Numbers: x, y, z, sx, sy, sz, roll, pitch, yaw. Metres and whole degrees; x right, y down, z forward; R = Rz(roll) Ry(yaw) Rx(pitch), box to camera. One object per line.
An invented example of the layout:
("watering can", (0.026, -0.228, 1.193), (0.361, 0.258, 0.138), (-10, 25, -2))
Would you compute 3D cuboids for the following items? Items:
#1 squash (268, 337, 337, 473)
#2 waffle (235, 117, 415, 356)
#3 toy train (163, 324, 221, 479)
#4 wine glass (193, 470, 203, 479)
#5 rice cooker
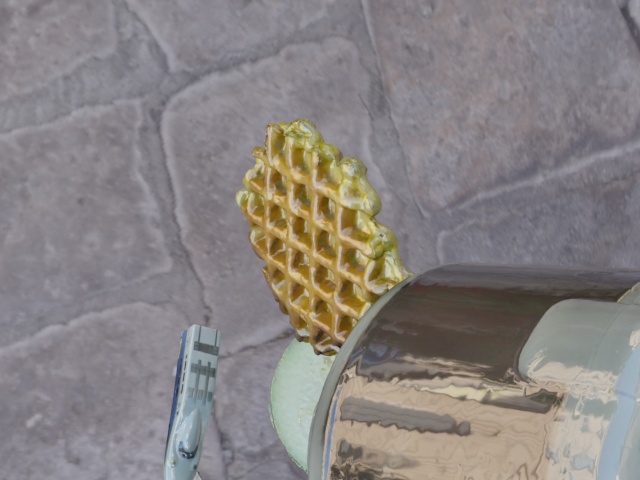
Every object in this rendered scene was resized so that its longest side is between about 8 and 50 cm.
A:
("squash", (0.049, 0.185, 1.142), (0.219, 0.041, 0.219), (-1, 81, 8))
("waffle", (0.000, 0.000, 0.980), (0.059, 0.243, 0.237), (-22, 77, -33))
("toy train", (-0.183, 0.238, 1.385), (0.051, 0.052, 0.233), (-38, 41, 52))
("wine glass", (-0.264, 0.495, 1.690), (0.183, 0.122, 0.122), (-26, 69, -17))
("rice cooker", (0.191, 0.179, 0.706), (0.325, 0.335, 0.335), (2, 77, 46))
